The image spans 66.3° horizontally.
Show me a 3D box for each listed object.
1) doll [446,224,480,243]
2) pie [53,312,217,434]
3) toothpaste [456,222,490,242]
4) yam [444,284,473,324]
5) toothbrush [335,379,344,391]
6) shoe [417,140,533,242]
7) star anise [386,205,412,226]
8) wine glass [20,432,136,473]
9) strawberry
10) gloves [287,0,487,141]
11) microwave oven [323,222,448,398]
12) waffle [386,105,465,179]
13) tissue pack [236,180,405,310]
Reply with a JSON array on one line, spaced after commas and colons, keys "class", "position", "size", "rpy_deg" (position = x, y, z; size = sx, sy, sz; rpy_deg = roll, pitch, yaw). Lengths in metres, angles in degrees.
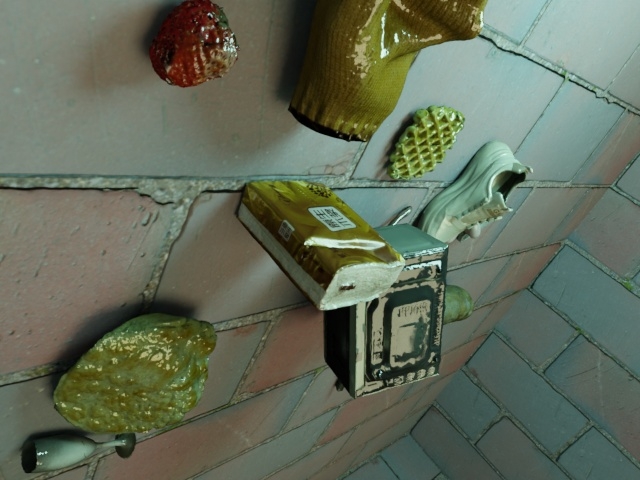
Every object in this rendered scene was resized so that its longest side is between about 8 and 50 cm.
[{"class": "doll", "position": [0.402, -0.074, 1.327], "size": [0.160, 0.059, 0.160], "rpy_deg": [-10, 130, -23]}, {"class": "pie", "position": [-0.303, 0.228, 0.819], "size": [0.257, 0.105, 0.275], "rpy_deg": [-4, 131, -36]}, {"class": "toothpaste", "position": [0.456, -0.050, 1.444], "size": [0.164, 0.046, 0.034], "rpy_deg": [-30, 145, -23]}, {"class": "yam", "position": [0.373, 0.221, 1.612], "size": [0.330, 0.133, 0.133], "rpy_deg": [-4, 132, -42]}, {"class": "toothbrush", "position": [0.093, 0.398, 1.575], "size": [0.030, 0.030, 0.297], "rpy_deg": [-12, 137, -31]}, {"class": "shoe", "position": [0.383, -0.086, 1.180], "size": [0.124, 0.159, 0.316], "rpy_deg": [31, 99, -41]}, {"class": "star anise", "position": [0.130, 0.123, 1.196], "size": [0.359, 0.139, 0.316], "rpy_deg": [-50, 147, -18]}, {"class": "wine glass", "position": [-0.433, 0.378, 0.885], "size": [0.066, 0.066, 0.198], "rpy_deg": [-50, 150, 10]}, {"class": "strawberry", "position": [-0.132, -0.202, 0.516], "size": [0.096, 0.083, 0.083], "rpy_deg": [-31, 148, -17]}, {"class": "gloves", "position": [0.080, -0.279, 0.599], "size": [0.203, 0.155, 0.356], "rpy_deg": [-1, 145, -41]}, {"class": "microwave oven", "position": [0.130, 0.138, 1.002], "size": [0.237, 0.181, 0.295], "rpy_deg": [-8, 111, -20]}, {"class": "waffle", "position": [0.210, -0.192, 0.982], "size": [0.183, 0.036, 0.169], "rpy_deg": [-8, 137, -43]}, {"class": "tissue pack", "position": [0.000, 0.000, 0.775], "size": [0.183, 0.226, 0.092], "rpy_deg": [-9, 133, -46]}]
